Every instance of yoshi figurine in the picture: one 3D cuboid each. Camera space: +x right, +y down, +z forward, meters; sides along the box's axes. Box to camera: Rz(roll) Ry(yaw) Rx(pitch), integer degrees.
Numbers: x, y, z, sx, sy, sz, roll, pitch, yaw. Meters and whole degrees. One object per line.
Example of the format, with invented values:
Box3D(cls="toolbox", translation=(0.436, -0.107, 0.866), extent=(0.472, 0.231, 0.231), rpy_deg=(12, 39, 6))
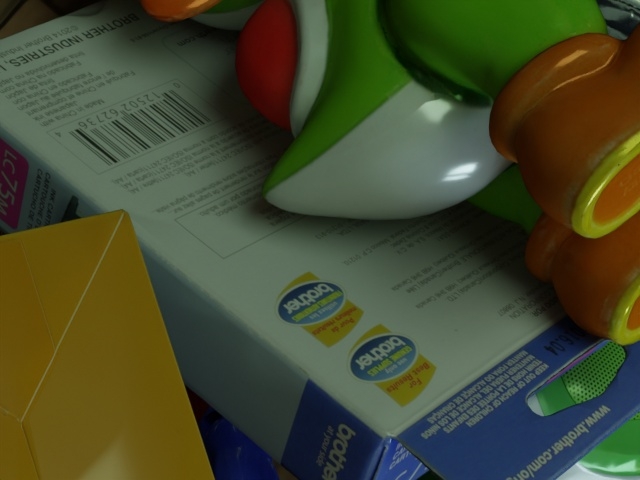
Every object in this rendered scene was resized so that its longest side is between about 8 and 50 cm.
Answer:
Box3D(cls="yoshi figurine", translation=(0.046, -0.134, 0.824), extent=(0.362, 0.204, 0.203), rpy_deg=(41, 27, 30))

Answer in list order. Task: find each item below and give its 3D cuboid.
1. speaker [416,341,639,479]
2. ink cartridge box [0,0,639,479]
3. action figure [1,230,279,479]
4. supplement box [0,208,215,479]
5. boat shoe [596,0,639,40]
Box3D(cls="speaker", translation=(0.162, 0.079, 0.957), extent=(0.296, 0.131, 0.131), rpy_deg=(-2, 75, -30))
Box3D(cls="ink cartridge box", translation=(0.000, 0.000, 0.825), extent=(0.311, 0.065, 0.186), rpy_deg=(36, 41, 24))
Box3D(cls="action figure", translation=(-0.071, 0.099, 0.823), extent=(0.139, 0.091, 0.280), rpy_deg=(5, 52, -15))
Box3D(cls="supplement box", translation=(-0.137, 0.116, 0.732), extent=(0.129, 0.194, 0.191), rpy_deg=(-14, 82, -33))
Box3D(cls="boat shoe", translation=(0.160, -0.077, 1.010), extent=(0.340, 0.127, 0.158), rpy_deg=(26, 68, -6))
